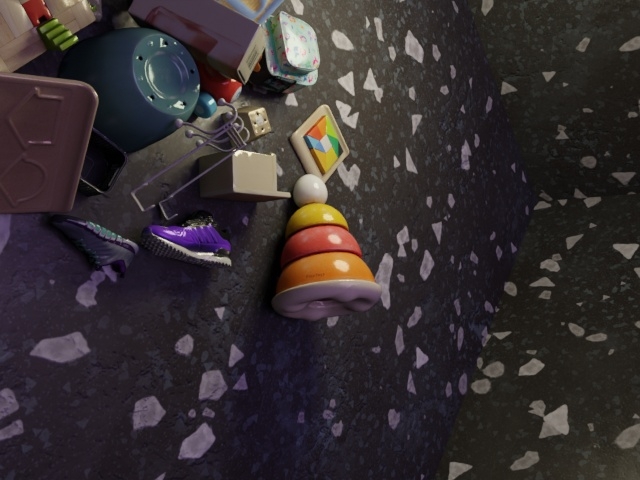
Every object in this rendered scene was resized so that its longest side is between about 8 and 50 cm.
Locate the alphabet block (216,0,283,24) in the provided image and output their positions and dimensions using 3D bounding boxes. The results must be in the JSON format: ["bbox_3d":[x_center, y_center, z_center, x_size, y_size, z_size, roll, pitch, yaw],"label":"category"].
[{"bbox_3d":[-0.235,-0.726,1.553,0.192,0.193,0.197,31,26,-46],"label":"alphabet block"}]

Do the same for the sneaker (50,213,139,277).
[{"bbox_3d":[-0.536,0.016,1.305,0.224,0.083,0.098,31,70,-45],"label":"sneaker"}]

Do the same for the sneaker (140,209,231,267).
[{"bbox_3d":[-0.358,-0.020,1.507,0.293,0.102,0.146,24,66,-52],"label":"sneaker"}]

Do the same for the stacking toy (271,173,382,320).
[{"bbox_3d":[0.000,0.000,1.806,0.351,0.351,0.479,17,60,-48],"label":"stacking toy"}]

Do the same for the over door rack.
[{"bbox_3d":[-0.327,-0.204,1.377,0.108,0.239,0.324,44,89,2],"label":"over door rack"}]

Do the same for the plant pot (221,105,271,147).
[{"bbox_3d":[-0.216,-0.353,1.683,0.109,0.096,0.109,-32,113,-45],"label":"plant pot"}]

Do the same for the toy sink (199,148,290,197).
[{"bbox_3d":[-0.218,-0.190,1.630,0.234,0.153,0.131,1,87,-48],"label":"toy sink"}]

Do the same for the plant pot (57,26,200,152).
[{"bbox_3d":[-0.434,-0.372,1.326,0.293,0.235,0.293,4,85,-49],"label":"plant pot"}]

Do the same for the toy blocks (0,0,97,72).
[{"bbox_3d":[-0.632,-0.495,1.079,0.381,0.191,0.261,-55,145,-34],"label":"toy blocks"}]

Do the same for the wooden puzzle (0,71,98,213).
[{"bbox_3d":[-0.647,-0.190,1.074,0.348,0.080,0.322,-3,132,-43],"label":"wooden puzzle"}]

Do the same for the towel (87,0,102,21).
[{"bbox_3d":[-0.578,-0.612,1.330,0.110,0.027,0.148,1,87,-48],"label":"towel"}]

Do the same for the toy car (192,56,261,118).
[{"bbox_3d":[-0.250,-0.481,1.534,0.219,0.238,0.210,-58,135,-33],"label":"toy car"}]

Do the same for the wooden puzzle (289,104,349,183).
[{"bbox_3d":[0.008,-0.342,1.984,0.238,0.044,0.221,-51,125,-38],"label":"wooden puzzle"}]

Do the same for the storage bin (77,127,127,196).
[{"bbox_3d":[-0.561,-0.197,1.283,0.180,0.084,0.122,42,57,-41],"label":"storage bin"}]

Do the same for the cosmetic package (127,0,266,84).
[{"bbox_3d":[-0.297,-0.524,1.367,0.129,0.296,0.153,-61,180,2],"label":"cosmetic package"}]

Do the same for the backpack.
[{"bbox_3d":[-0.111,-0.591,1.757,0.253,0.191,0.225,1,79,-57],"label":"backpack"}]
